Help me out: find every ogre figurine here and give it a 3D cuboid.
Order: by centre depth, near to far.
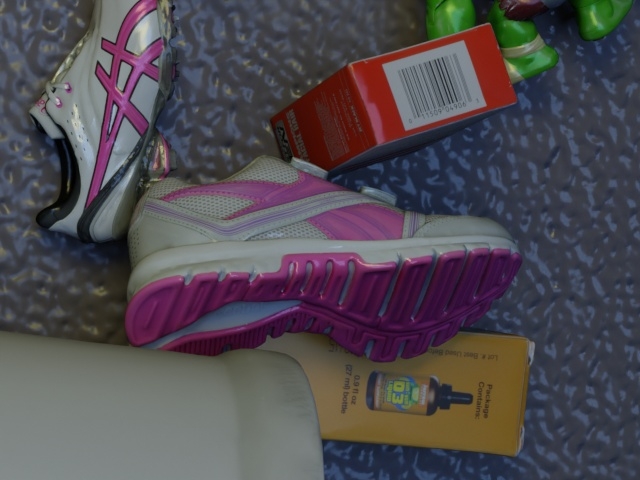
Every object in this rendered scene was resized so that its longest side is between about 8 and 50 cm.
[{"bbox_3d":[0.134,-0.173,1.190,0.197,0.097,0.118,-27,112,-6],"label":"ogre figurine"}]

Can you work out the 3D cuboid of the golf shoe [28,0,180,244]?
[{"bbox_3d":[-0.129,-0.090,1.110,0.086,0.067,0.186,1,91,-18],"label":"golf shoe"}]

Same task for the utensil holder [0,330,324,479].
[{"bbox_3d":[-0.222,0.195,0.936,0.385,0.327,0.328,8,88,-11],"label":"utensil holder"}]

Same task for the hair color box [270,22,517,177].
[{"bbox_3d":[0.039,-0.078,1.115,0.093,0.167,0.053,-18,87,-19],"label":"hair color box"}]

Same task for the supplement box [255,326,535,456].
[{"bbox_3d":[0.012,0.084,1.160,0.233,0.080,0.078,7,90,-18],"label":"supplement box"}]

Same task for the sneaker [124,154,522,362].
[{"bbox_3d":[0.000,0.000,1.086,0.252,0.103,0.111,1,49,-26],"label":"sneaker"}]
